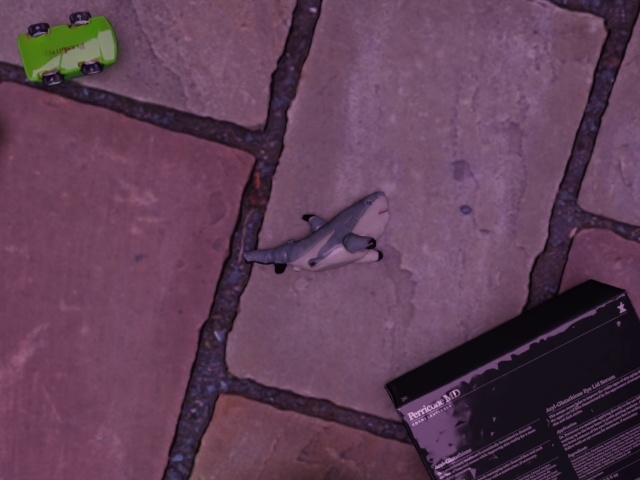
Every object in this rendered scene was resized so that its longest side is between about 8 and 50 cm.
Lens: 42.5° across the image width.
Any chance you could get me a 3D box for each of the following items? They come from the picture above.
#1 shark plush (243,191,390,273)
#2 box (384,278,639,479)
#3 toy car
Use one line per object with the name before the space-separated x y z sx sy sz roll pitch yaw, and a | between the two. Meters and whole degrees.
shark plush | 0.000 0.000 0.884 0.161 0.073 0.067 -19 74 18
box | 0.227 0.183 0.868 0.261 0.103 0.184 -27 98 -1
toy car | -0.314 -0.176 0.839 0.225 0.053 0.239 -14 95 -3
